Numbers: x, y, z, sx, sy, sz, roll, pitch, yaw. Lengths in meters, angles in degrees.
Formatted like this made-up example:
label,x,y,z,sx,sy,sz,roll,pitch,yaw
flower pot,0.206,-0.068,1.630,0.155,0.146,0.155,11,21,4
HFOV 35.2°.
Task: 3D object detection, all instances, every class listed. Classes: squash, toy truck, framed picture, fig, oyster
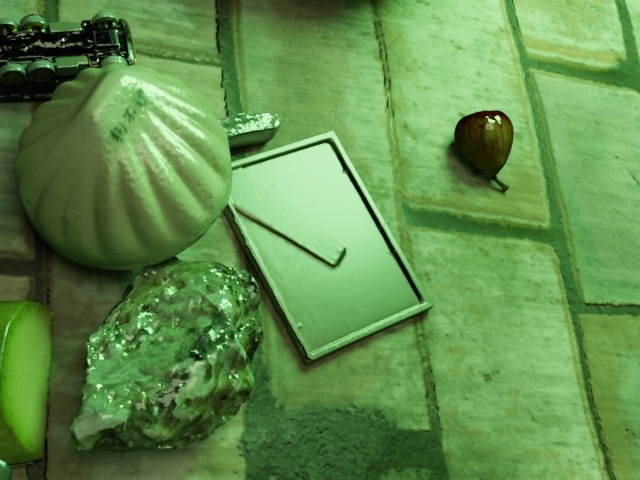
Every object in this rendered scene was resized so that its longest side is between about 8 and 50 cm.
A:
label,x,y,z,sx,sy,sz,roll,pitch,yaw
squash,-0.370,0.135,1.059,0.184,0.085,0.191,7,60,-22
toy truck,-0.333,-0.226,1.268,0.192,0.092,0.083,-8,67,-19
framed picture,0.000,0.000,1.341,0.213,0.016,0.289,-21,74,-31
fig,0.248,-0.130,1.494,0.089,0.089,0.125,-16,94,-30
oyster,-0.163,0.132,1.134,0.199,0.112,0.267,19,51,-12

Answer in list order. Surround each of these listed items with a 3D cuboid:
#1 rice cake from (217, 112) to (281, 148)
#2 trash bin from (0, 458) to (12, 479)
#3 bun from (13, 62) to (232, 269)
label,x,y,z,sx,sy,sz,roll,pitch,yaw
rice cake,-0.143,-0.135,1.331,0.207,0.047,0.036,-16,79,-28
trash bin,-0.378,0.309,0.910,0.101,0.176,0.236,28,53,-8
bun,-0.232,-0.114,1.163,0.263,0.175,0.263,0,61,-1
